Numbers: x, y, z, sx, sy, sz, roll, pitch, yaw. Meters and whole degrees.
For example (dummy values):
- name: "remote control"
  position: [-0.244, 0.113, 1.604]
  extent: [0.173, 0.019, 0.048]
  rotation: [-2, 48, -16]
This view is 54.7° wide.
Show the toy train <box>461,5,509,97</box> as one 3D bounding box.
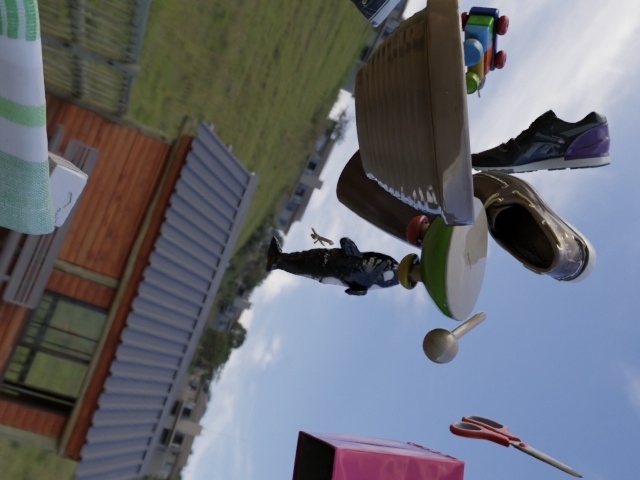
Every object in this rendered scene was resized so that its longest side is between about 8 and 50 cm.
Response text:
- name: "toy train"
  position: [0.347, -0.376, 1.383]
  extent: [0.143, 0.105, 0.248]
  rotation: [-60, 153, -32]

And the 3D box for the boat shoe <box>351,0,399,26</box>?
- name: "boat shoe"
  position: [0.125, -0.458, 1.040]
  extent: [0.183, 0.083, 0.065]
  rotation: [-48, -167, 8]

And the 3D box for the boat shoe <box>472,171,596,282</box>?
- name: "boat shoe"
  position: [0.360, -0.040, 1.151]
  extent: [0.324, 0.097, 0.116]
  rotation: [55, -52, 45]

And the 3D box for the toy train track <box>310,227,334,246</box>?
- name: "toy train track"
  position: [0.000, 0.000, 1.208]
  extent: [0.014, 0.048, 0.083]
  rotation: [-42, -154, -16]

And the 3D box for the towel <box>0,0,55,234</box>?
- name: "towel"
  position: [-0.248, -0.171, 0.295]
  extent: [0.038, 0.248, 0.324]
  rotation: [-58, 165, -53]

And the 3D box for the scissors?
- name: "scissors"
  position: [0.374, 0.379, 1.163]
  extent: [0.297, 0.109, 0.021]
  rotation: [3, -89, 50]

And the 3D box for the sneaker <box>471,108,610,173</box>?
- name: "sneaker"
  position: [0.451, -0.209, 1.298]
  extent: [0.107, 0.283, 0.124]
  rotation: [-38, 123, -70]

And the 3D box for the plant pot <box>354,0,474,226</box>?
- name: "plant pot"
  position: [0.099, -0.130, 0.650]
  extent: [0.237, 0.110, 0.237]
  rotation: [-3, 90, -77]

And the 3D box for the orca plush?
- name: "orca plush"
  position: [0.036, 0.025, 1.288]
  extent: [0.151, 0.287, 0.102]
  rotation: [-59, 162, -60]

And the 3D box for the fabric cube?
- name: "fabric cube"
  position: [0.093, 0.522, 1.195]
  extent: [0.254, 0.258, 0.259]
  rotation: [151, -51, -69]

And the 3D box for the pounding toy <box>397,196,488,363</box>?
- name: "pounding toy"
  position: [0.173, 0.046, 0.933]
  extent: [0.183, 0.110, 0.236]
  rotation: [-33, 125, -52]

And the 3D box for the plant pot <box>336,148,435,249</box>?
- name: "plant pot"
  position: [0.188, -0.088, 1.359]
  extent: [0.230, 0.215, 0.215]
  rotation: [48, -56, 28]

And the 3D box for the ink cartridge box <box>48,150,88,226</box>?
- name: "ink cartridge box"
  position: [-0.510, -0.102, 1.166]
  extent: [0.150, 0.063, 0.109]
  rotation: [28, -91, 51]
